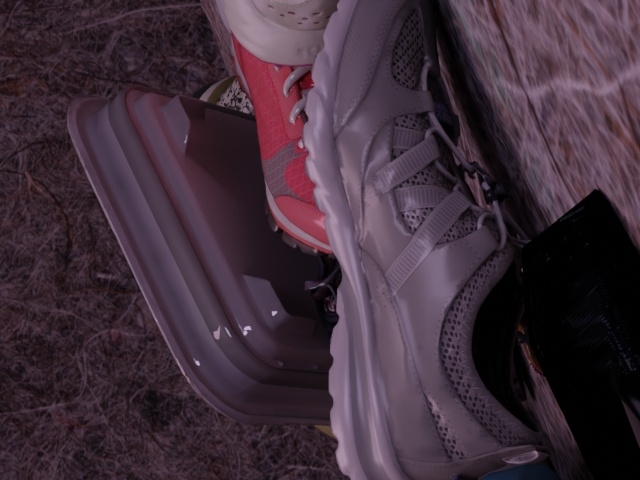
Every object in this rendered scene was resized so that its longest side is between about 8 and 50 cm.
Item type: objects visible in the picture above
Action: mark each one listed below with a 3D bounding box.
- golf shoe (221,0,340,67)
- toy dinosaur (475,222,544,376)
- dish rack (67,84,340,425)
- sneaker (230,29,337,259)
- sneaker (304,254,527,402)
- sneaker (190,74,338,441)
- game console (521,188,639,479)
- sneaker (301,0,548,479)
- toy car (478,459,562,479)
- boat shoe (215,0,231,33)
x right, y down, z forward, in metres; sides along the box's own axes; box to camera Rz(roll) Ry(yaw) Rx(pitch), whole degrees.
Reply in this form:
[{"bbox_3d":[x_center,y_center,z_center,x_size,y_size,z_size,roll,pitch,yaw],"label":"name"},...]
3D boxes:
[{"bbox_3d":[-0.048,-0.257,1.127,0.306,0.115,0.140,60,162,25],"label":"golf shoe"},{"bbox_3d":[0.100,0.025,1.007,0.082,0.047,0.090,-89,-25,-43],"label":"toy dinosaur"},{"bbox_3d":[-0.022,0.005,1.367,0.333,0.072,0.285,12,-136,-56],"label":"dish rack"},{"bbox_3d":[-0.010,-0.110,1.206,0.314,0.116,0.136,-115,7,-47],"label":"sneaker"},{"bbox_3d":[0.039,0.017,1.246,0.299,0.112,0.121,-115,5,-55],"label":"sneaker"},{"bbox_3d":[0.000,0.000,1.618,0.410,0.158,0.182,63,157,14],"label":"sneaker"},{"bbox_3d":[0.158,0.149,0.853,0.361,0.044,0.213,76,173,-58],"label":"game console"},{"bbox_3d":[0.067,-0.006,0.950,0.105,0.115,0.281,6,-103,-63],"label":"sneaker"},{"bbox_3d":[0.103,0.207,1.184,0.210,0.219,0.238,62,-149,-13],"label":"toy car"},{"bbox_3d":[-0.083,-0.286,1.594,0.076,0.080,0.228,-19,89,67],"label":"boat shoe"}]
